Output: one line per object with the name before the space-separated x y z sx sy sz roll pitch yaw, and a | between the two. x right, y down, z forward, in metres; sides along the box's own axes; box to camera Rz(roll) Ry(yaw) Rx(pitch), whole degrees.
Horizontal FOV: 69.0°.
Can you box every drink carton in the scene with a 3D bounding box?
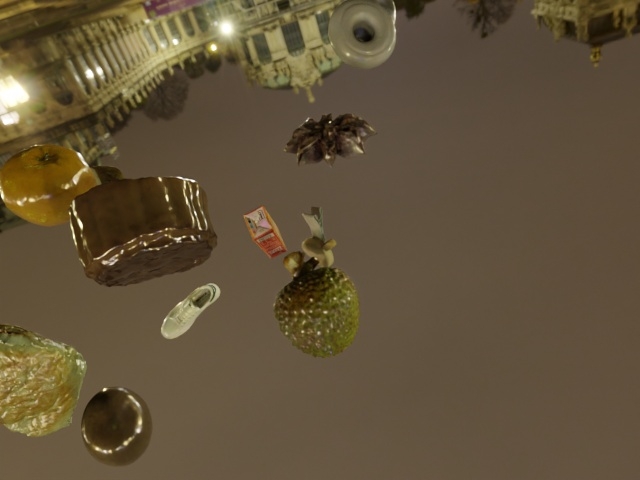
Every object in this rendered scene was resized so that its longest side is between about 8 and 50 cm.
drink carton | -0.174 -0.022 1.503 0.071 0.223 0.096 -25 -109 0

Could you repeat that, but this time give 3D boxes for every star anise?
star anise | 0.032 -0.355 1.604 0.331 0.118 0.332 -8 -137 7

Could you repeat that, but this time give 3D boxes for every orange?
orange | -0.879 -0.176 1.510 0.278 0.235 0.279 8 -140 -7

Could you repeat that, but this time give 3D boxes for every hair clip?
hair clip | 0.001 0.001 1.524 0.071 0.219 0.159 -34 -145 -31

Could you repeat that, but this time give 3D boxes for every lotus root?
lotus root | -0.920 -0.227 1.995 0.138 0.235 0.119 -29 164 32

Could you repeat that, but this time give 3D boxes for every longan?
longan | -0.652 0.603 1.506 0.246 0.246 0.215 18 -120 46

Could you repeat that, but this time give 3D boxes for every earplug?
earplug | 0.134 -0.667 1.464 0.214 0.175 0.326 23 -128 -11

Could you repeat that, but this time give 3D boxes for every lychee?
lychee | -0.008 0.196 1.430 0.269 0.320 0.270 -2 -175 0

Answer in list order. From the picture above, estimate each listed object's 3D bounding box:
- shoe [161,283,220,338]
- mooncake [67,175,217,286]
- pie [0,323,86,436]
shoe | -0.486 0.253 1.717 0.265 0.095 0.110 -45 178 -13
mooncake | -0.413 -0.014 1.111 0.323 0.187 0.324 -19 168 -4
pie | -1.051 0.494 1.666 0.395 0.418 0.180 -58 -162 11
